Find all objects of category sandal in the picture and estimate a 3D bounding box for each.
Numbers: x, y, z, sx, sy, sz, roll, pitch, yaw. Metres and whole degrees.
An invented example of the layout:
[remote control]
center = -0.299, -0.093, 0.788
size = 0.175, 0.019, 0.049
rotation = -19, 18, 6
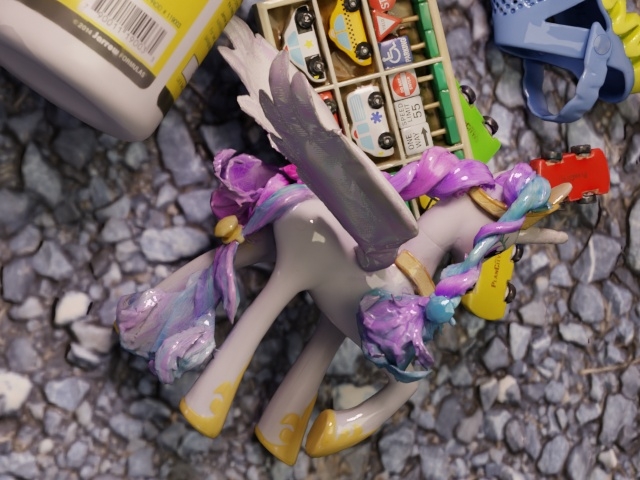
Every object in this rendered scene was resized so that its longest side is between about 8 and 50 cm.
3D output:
[sandal]
center = 0.221, -0.239, 1.545
size = 0.138, 0.126, 0.317
rotation = -47, 112, -19

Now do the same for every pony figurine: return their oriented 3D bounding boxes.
[pony figurine]
center = 0.000, 0.000, 1.314
size = 0.363, 0.303, 0.351
rotation = -46, 116, 8

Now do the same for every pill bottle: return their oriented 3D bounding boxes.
[pill bottle]
center = -0.129, -0.262, 1.250
size = 0.188, 0.188, 0.334
rotation = 38, 80, -27

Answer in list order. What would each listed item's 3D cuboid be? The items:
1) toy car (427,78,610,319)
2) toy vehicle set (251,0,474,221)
[toy car]
center = 0.166, -0.068, 1.547
size = 0.239, 0.053, 0.225
rotation = -48, 113, -24
[toy vehicle set]
center = 0.049, -0.112, 1.447
size = 0.166, 0.035, 0.266
rotation = -16, 99, -10
